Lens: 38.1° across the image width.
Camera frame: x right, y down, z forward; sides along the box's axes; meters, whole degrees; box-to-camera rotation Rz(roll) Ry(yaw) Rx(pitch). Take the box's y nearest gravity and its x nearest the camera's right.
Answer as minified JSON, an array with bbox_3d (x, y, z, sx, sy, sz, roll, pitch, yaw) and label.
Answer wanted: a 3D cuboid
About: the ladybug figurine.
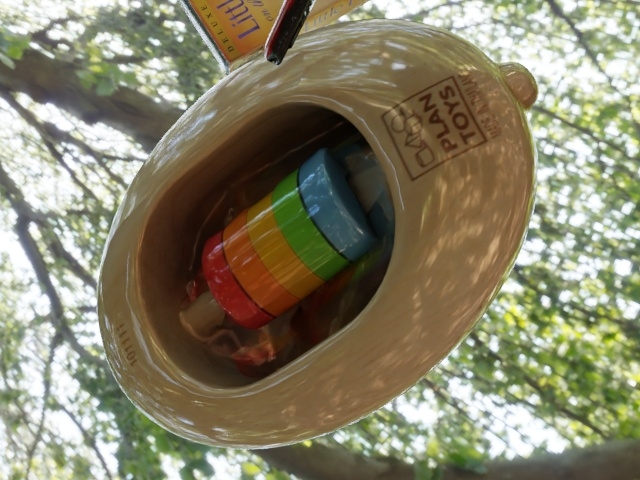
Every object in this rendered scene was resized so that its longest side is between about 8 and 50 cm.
[{"bbox_3d":[0.000,0.000,0.782,0.449,0.305,0.162,-32,-17,28],"label":"ladybug figurine"}]

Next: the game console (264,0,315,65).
[{"bbox_3d":[0.039,-0.161,0.530,0.085,0.144,0.124,26,-55,-5],"label":"game console"}]

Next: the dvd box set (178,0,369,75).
[{"bbox_3d":[-0.012,-0.426,1.142,0.420,0.308,0.062,-32,-10,-9],"label":"dvd box set"}]
